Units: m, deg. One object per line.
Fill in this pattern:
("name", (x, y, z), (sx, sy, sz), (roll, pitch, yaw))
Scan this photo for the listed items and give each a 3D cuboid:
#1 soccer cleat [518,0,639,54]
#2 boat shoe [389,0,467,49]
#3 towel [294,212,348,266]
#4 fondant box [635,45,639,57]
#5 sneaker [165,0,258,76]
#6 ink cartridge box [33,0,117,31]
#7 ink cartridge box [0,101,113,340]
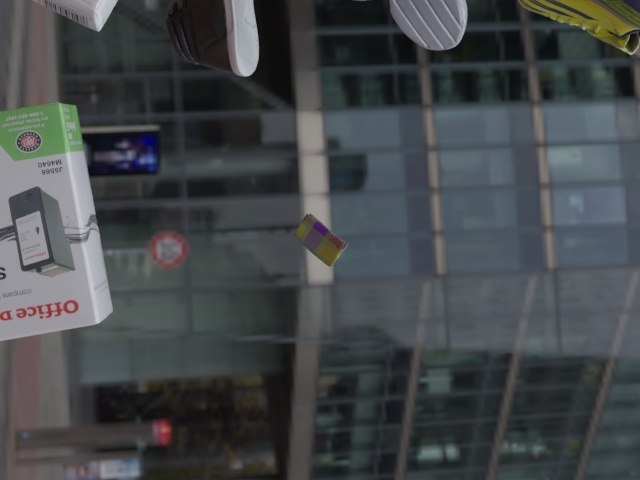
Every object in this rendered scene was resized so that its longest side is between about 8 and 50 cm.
("soccer cleat", (0.357, -0.294, 1.684), (0.289, 0.093, 0.121), (16, -52, 53))
("boat shoe", (0.150, -0.447, 2.064), (0.335, 0.121, 0.119), (58, 33, -43))
("towel", (0.000, 0.000, 2.091), (0.009, 0.083, 0.060), (-42, 168, -50))
("fondant box", (0.590, -0.303, 2.129), (0.330, 0.238, 0.096), (43, -74, 30))
("sneaker", (-0.186, -0.416, 2.141), (0.104, 0.147, 0.296), (-27, 119, -60))
("ink cartridge box", (-0.279, -0.370, 1.475), (0.056, 0.181, 0.225), (114, 1, -70))
("ink cartridge box", (-0.379, -0.018, 1.604), (0.115, 0.198, 0.273), (-112, -168, -86))
